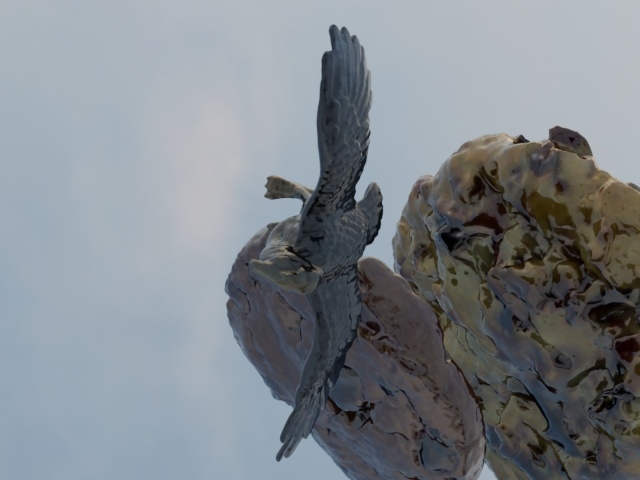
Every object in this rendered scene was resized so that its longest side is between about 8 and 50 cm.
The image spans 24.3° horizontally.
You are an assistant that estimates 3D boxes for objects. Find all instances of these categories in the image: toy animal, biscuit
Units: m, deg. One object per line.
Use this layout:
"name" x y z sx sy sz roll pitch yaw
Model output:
"toy animal" 0.000 0.000 0.715 0.108 0.062 0.220 -84 0 -72
"biscuit" 0.151 0.072 1.039 0.081 0.334 0.289 -31 -107 -28
"biscuit" 0.016 0.075 0.850 0.049 0.192 0.192 -34 -74 -28
